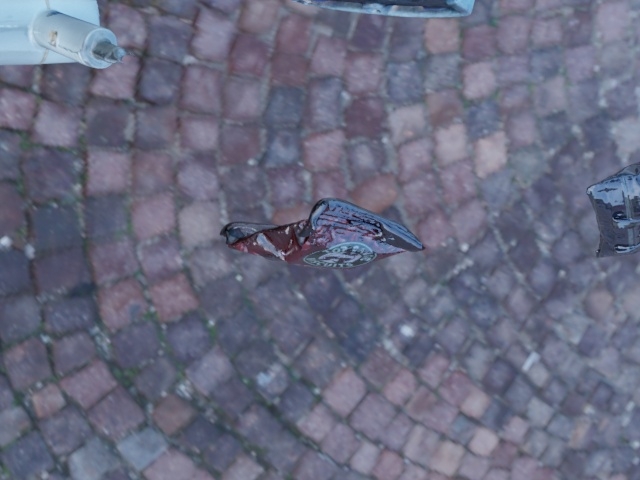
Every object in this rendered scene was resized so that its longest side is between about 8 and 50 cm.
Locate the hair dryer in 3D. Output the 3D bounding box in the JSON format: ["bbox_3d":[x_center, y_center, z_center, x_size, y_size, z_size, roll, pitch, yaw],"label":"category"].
[{"bbox_3d":[-0.323,-0.255,1.613,0.173,0.357,0.108,-9,109,-30],"label":"hair dryer"}]

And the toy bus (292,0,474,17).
[{"bbox_3d":[-0.026,-0.243,0.697,0.312,0.152,0.190,18,84,-56],"label":"toy bus"}]

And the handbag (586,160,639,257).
[{"bbox_3d":[0.449,-0.052,1.682,0.211,0.089,0.254,-20,156,9],"label":"handbag"}]

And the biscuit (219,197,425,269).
[{"bbox_3d":[-0.006,-0.001,1.532,0.151,0.235,0.063,8,79,-37],"label":"biscuit"}]
